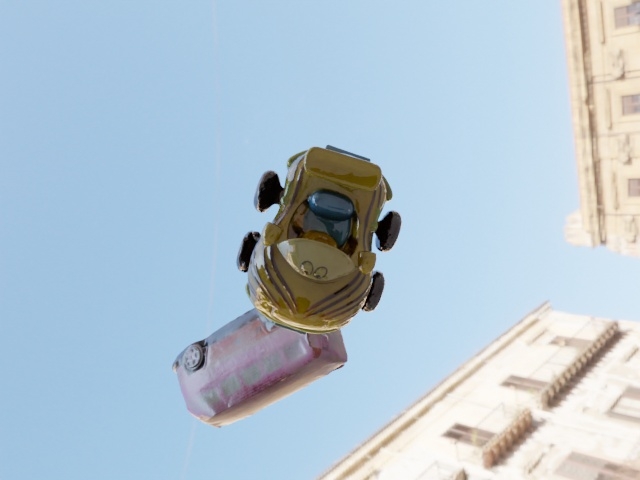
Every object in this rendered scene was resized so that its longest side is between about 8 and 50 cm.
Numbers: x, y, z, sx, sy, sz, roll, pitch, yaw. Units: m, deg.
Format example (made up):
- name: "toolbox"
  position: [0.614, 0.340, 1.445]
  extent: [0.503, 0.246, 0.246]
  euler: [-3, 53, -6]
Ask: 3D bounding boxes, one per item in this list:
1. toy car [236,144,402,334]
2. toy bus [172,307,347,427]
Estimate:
- name: "toy car"
  position: [0.000, 0.000, 0.828]
  extent: [0.201, 0.142, 0.247]
  euler: [15, -91, -2]
- name: "toy bus"
  position: [-0.107, 0.202, 1.109]
  extent: [0.127, 0.303, 0.147]
  euler: [30, -147, -55]
